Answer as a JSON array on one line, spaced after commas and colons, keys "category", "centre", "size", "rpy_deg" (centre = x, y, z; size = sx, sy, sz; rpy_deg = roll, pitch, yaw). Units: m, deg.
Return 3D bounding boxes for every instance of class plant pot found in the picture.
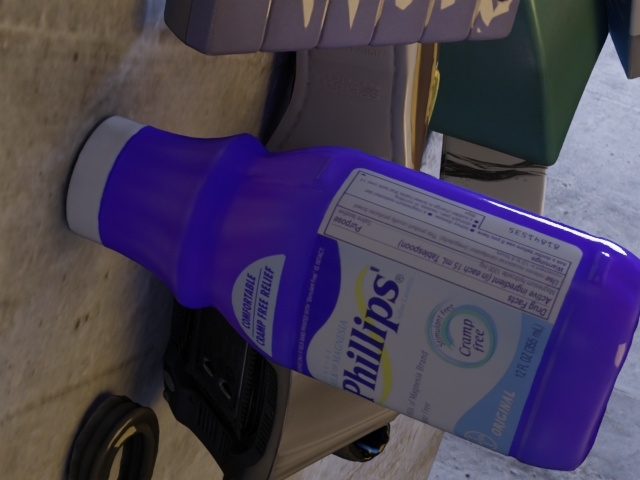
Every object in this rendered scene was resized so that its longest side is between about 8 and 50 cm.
[{"category": "plant pot", "centre": [0.161, -0.212, 1.258], "size": [0.234, 0.166, 0.165], "rpy_deg": [68, 44, -64]}]

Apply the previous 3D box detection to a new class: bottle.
[{"category": "bottle", "centre": [0.013, 0.014, 0.680], "size": [0.092, 0.283, 0.118], "rpy_deg": [-56, 163, -46]}]

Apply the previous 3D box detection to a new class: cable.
[{"category": "cable", "centre": [-0.148, 0.217, 0.921], "size": [0.139, 0.072, 0.287], "rpy_deg": [-42, 142, -29]}]

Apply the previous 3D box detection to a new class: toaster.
[{"category": "toaster", "centre": [-0.011, 0.048, 0.897], "size": [0.146, 0.129, 0.227], "rpy_deg": [-19, 136, -31]}]

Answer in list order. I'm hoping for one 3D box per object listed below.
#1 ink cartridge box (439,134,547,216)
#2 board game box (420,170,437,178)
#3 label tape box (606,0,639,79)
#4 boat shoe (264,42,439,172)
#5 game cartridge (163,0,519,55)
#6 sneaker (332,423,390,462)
[{"category": "ink cartridge box", "centre": [0.186, -0.053, 1.507], "size": [0.197, 0.114, 0.273], "rpy_deg": [18, 76, -84]}, {"category": "board game box", "centre": [0.078, 0.020, 1.512], "size": [0.141, 0.048, 0.170], "rpy_deg": [-61, 165, -24]}, {"category": "label tape box", "centre": [0.297, -0.342, 1.251], "size": [0.347, 0.115, 0.249], "rpy_deg": [70, 6, -66]}, {"category": "boat shoe", "centre": [0.027, -0.097, 0.964], "size": [0.097, 0.116, 0.324], "rpy_deg": [-48, 150, -51]}, {"category": "game cartridge", "centre": [0.051, -0.263, 0.680], "size": [0.230, 0.068, 0.355], "rpy_deg": [-13, 128, -40]}, {"category": "sneaker", "centre": [0.011, 0.166, 1.292], "size": [0.217, 0.121, 0.079], "rpy_deg": [20, 92, -78]}]
